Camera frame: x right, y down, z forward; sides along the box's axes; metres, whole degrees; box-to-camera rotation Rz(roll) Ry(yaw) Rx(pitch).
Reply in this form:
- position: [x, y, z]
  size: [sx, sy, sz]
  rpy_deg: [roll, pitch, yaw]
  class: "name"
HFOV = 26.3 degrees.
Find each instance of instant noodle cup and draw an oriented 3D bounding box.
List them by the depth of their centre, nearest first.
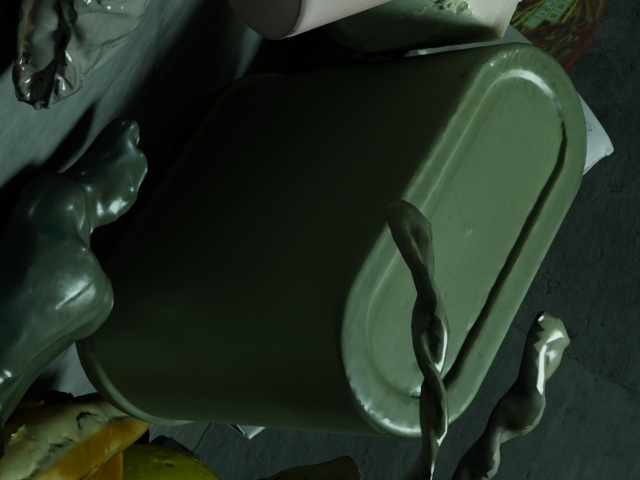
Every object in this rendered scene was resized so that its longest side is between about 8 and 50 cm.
- position: [0.083, -0.184, 1.066]
  size: [0.274, 0.274, 0.090]
  rpy_deg: [116, -37, -50]
  class: "instant noodle cup"

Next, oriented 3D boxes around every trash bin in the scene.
- position: [0.000, 0.000, 0.772]
  size: [0.247, 0.121, 0.243]
  rpy_deg: [-2, -130, 52]
  class: "trash bin"

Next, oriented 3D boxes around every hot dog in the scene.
- position: [-0.169, 0.142, 0.809]
  size: [0.109, 0.072, 0.269]
  rpy_deg: [-59, 176, 8]
  class: "hot dog"

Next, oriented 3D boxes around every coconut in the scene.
- position: [0.048, -0.174, 0.738]
  size: [0.147, 0.147, 0.152]
  rpy_deg: [1, 114, -87]
  class: "coconut"

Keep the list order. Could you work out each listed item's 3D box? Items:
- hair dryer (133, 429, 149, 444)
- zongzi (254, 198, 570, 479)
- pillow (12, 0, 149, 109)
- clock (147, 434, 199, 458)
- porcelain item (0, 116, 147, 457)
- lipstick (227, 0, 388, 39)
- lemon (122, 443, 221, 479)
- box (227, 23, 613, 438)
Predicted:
- position: [-0.201, 0.206, 1.390]
  size: [0.083, 0.031, 0.079]
  rpy_deg: [-42, 152, -56]
  class: "hair dryer"
- position: [-0.112, 0.257, 0.348]
  size: [0.500, 0.218, 0.467]
  rpy_deg: [-37, -172, 22]
  class: "zongzi"
- position: [-0.039, -0.149, 0.421]
  size: [0.135, 0.049, 0.248]
  rpy_deg: [-64, -177, -37]
  class: "pillow"
- position: [-0.214, 0.293, 1.400]
  size: [0.226, 0.049, 0.226]
  rpy_deg: [-50, 175, -5]
  class: "clock"
- position: [-0.126, 0.027, 0.568]
  size: [0.081, 0.069, 0.215]
  rpy_deg: [110, 4, -47]
  class: "porcelain item"
- position: [0.104, -0.183, 0.630]
  size: [0.327, 0.087, 0.087]
  rpy_deg: [-24, 160, -25]
  class: "lipstick"
- position: [-0.145, 0.248, 1.083]
  size: [0.173, 0.206, 0.173]
  rpy_deg: [-17, -110, 57]
  class: "lemon"
- position: [0.034, -0.009, 1.024]
  size: [0.333, 0.145, 0.173]
  rpy_deg: [-41, 174, 31]
  class: "box"
